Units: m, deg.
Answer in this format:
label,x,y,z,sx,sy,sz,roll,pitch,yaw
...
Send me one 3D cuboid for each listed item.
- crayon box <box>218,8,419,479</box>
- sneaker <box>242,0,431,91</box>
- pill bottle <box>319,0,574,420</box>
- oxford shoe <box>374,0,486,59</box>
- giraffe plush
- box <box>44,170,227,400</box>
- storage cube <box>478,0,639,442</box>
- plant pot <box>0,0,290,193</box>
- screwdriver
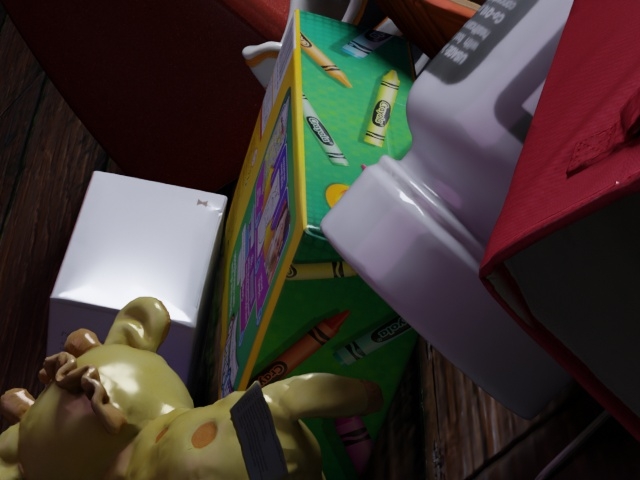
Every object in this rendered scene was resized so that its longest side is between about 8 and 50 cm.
label,x,y,z,sx,sy,sz,roll,pitch,yaw
crayon box,0.000,0.000,1.055,0.278,0.081,0.165,-93,20,-58
sneaker,0.072,-0.210,1.262,0.321,0.127,0.126,-56,20,-12
pill bottle,0.143,-0.065,0.827,0.283,0.161,0.161,-47,22,4
oxford shoe,0.102,-0.156,1.094,0.098,0.097,0.271,-45,50,-4
giraffe plush,-0.080,0.123,0.873,0.181,0.210,0.170,-25,37,-38
box,-0.123,0.064,1.167,0.130,0.091,0.170,-79,0,-50
storage cube,0.198,-0.024,0.616,0.183,0.215,0.193,-34,22,40
plant pot,-0.099,-0.224,1.471,0.267,0.236,0.267,-28,32,45
screwdriver,0.152,0.056,0.824,0.170,0.025,0.024,-43,23,20
